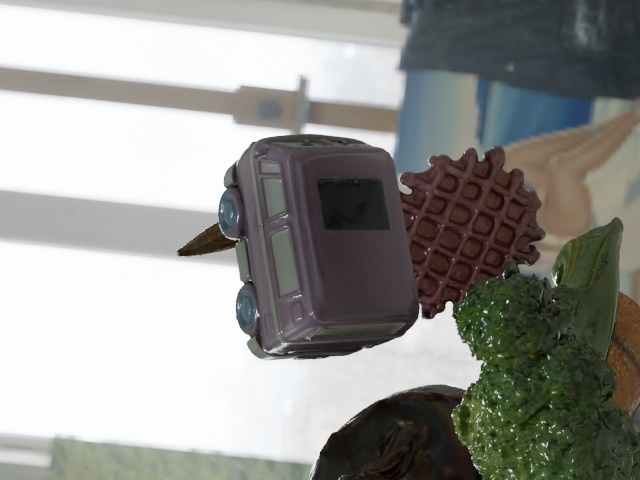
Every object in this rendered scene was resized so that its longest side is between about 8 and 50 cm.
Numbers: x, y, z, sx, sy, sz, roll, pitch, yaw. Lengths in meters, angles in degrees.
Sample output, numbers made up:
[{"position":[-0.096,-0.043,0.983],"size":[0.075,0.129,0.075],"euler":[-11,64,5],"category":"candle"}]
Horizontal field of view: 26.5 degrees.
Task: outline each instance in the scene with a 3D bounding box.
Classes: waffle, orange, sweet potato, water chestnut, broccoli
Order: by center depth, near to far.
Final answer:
[{"position":[0.201,0.125,1.283],"size":[0.254,0.186,0.302],"euler":[20,-130,-51],"category":"broccoli"},{"position":[0.286,0.140,1.508],"size":[0.193,0.161,0.193],"euler":[-53,-1,-2],"category":"orange"},{"position":[0.121,0.357,1.786],"size":[0.302,0.351,0.350],"euler":[35,-125,-54],"category":"water chestnut"},{"position":[0.192,-0.014,1.832],"size":[0.055,0.234,0.221],"euler":[-152,42,-73],"category":"waffle"},{"position":[-0.077,-0.006,1.898],"size":[0.067,0.281,0.059],"euler":[-34,62,40],"category":"sweet potato"}]

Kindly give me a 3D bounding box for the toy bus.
[{"position":[0.000,0.000,1.248],"size":[0.142,0.142,0.202],"euler":[-33,63,58],"category":"toy bus"}]

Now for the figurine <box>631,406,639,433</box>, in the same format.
[{"position":[0.474,0.253,1.783],"size":[0.382,0.261,0.186],"euler":[-50,2,13],"category":"figurine"}]
